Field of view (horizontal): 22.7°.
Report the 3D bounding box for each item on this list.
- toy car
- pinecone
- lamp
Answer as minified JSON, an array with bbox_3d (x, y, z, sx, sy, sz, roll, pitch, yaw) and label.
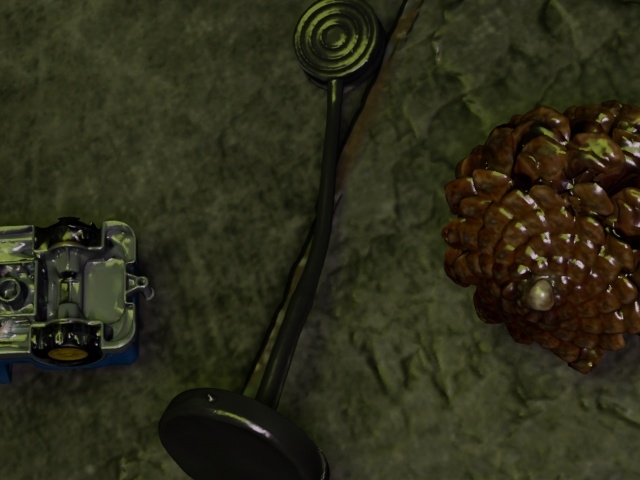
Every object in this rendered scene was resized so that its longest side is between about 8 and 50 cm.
[{"bbox_3d":[-0.211,0.047,1.125,0.191,0.100,0.097,-2,66,0],"label":"toy car"},{"bbox_3d":[0.159,-0.014,0.969,0.173,0.173,0.174,-8,66,19],"label":"pinecone"},{"bbox_3d":[-0.014,-0.011,1.056,0.130,0.108,0.371,8,72,25],"label":"lamp"}]
